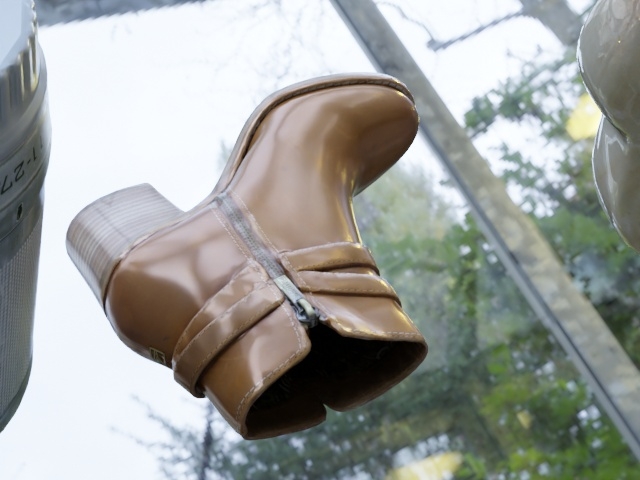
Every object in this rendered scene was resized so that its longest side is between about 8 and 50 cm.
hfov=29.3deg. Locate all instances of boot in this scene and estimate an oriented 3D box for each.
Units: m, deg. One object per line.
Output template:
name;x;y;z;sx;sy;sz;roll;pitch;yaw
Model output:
boot;0.000;0.000;0.781;0.283;0.220;0.109;-23;-50;-28

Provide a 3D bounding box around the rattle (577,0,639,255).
rattle;0.108;-0.081;0.345;0.130;0.142;0.200;-25;-35;36

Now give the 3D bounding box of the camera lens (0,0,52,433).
camera lens;-0.258;-0.011;0.644;0.219;0.219;0.274;-11;-43;-28
